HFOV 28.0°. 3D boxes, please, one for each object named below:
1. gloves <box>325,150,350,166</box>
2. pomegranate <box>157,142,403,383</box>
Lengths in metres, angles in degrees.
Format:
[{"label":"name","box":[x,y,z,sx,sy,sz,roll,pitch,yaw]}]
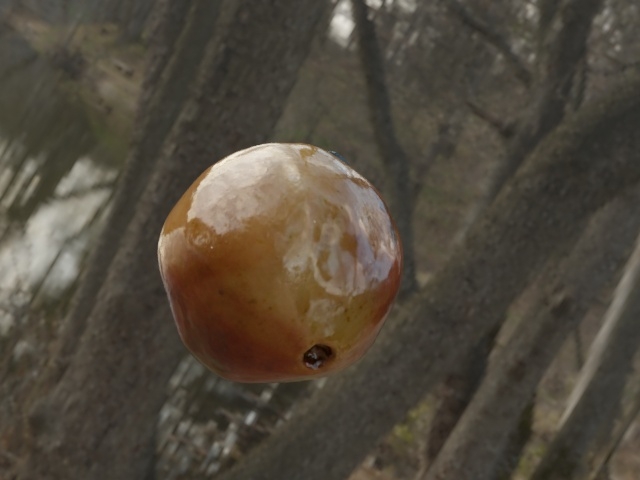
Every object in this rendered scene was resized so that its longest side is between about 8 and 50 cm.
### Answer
[{"label":"gloves","box":[-0.006,-0.002,1.279,0.097,0.119,0.229,-1,-33,5]},{"label":"pomegranate","box":[-0.034,0.025,1.060,0.209,0.209,0.209,31,3,-2]}]
